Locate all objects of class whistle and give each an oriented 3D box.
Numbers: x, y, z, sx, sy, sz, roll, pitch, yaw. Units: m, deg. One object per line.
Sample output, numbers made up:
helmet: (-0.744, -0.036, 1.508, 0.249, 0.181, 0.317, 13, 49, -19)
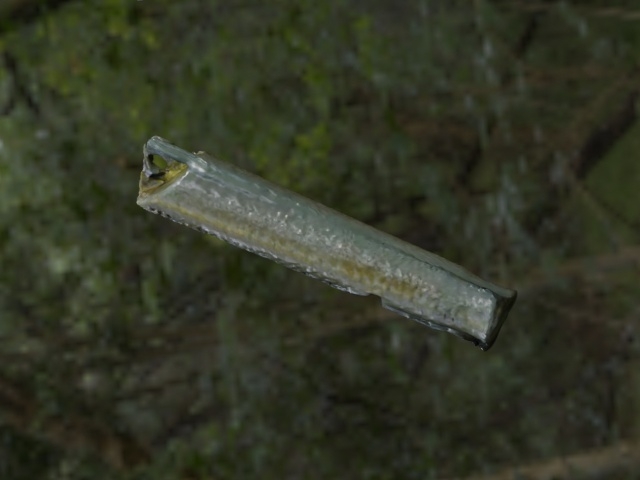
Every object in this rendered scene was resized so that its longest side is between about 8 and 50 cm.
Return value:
whistle: (0.000, -0.001, 1.555, 0.057, 0.326, 0.068, -55, -15, -47)
